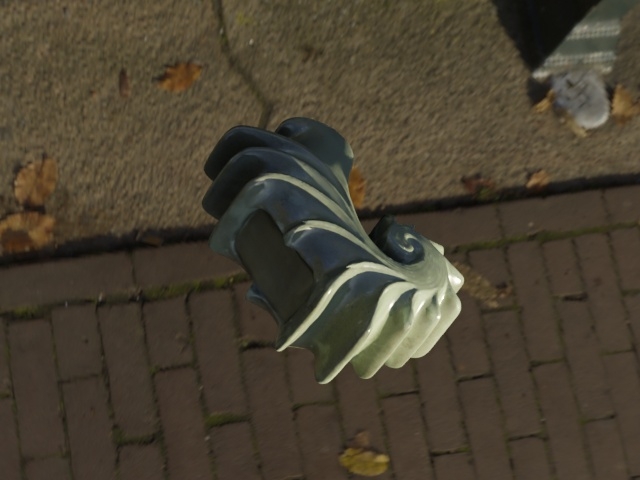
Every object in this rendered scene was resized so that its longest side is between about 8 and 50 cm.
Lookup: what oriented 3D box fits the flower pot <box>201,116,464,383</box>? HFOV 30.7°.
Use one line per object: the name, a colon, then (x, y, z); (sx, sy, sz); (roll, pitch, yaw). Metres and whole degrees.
flower pot: (0.000, 0.000, 1.482); (0.254, 0.164, 0.367); (-12, 57, -47)
